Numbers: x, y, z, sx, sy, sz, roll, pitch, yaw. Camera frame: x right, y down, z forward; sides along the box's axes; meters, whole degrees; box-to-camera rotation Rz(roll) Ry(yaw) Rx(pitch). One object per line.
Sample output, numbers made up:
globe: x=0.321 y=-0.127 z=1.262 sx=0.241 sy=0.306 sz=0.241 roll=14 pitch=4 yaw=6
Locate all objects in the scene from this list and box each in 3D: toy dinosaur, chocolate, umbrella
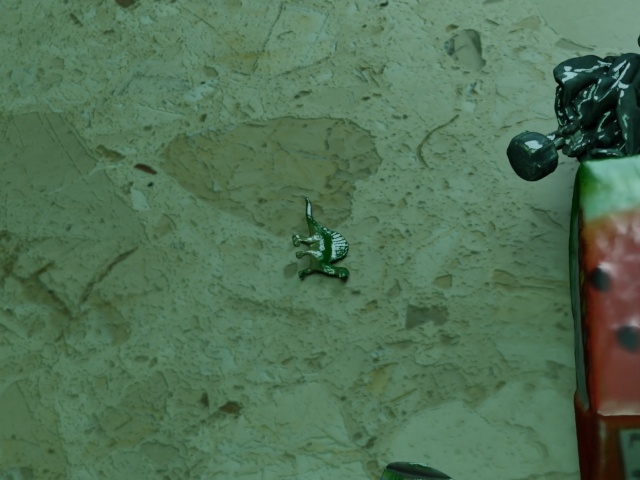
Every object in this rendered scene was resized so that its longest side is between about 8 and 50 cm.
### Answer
toy dinosaur: x=0.000 y=0.001 z=1.806 sx=0.060 sy=0.029 sz=0.120 roll=-4 pitch=47 yaw=-4
chocolate: x=0.410 y=0.067 z=1.538 sx=0.360 sy=0.161 sz=0.341 roll=-6 pitch=53 yaw=13
umbrella: x=0.327 y=-0.156 z=1.707 sx=0.349 sy=0.094 sz=0.143 roll=-28 pitch=35 yaw=-31

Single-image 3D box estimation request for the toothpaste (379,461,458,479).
toothpaste: x=0.146 y=0.254 z=1.545 sx=0.193 sy=0.070 sz=0.044 roll=6 pitch=56 yaw=21
